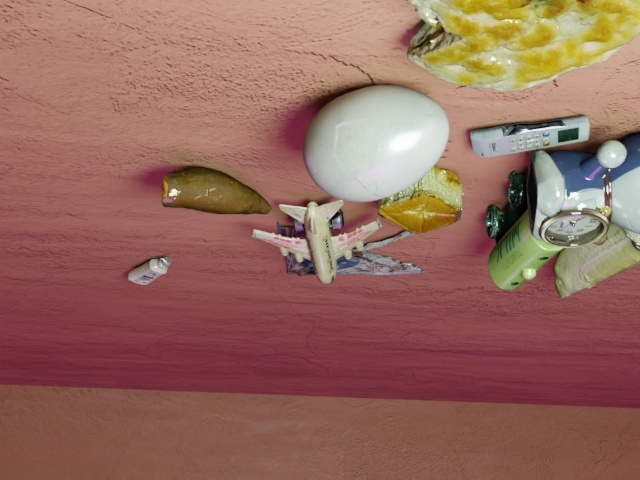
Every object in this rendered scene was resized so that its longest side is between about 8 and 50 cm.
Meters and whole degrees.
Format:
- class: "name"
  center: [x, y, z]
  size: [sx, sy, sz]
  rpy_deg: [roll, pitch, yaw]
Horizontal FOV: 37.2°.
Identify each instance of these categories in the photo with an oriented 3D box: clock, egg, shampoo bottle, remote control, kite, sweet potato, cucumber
- class: "clock"
  center: [0.429, -0.079, 1.387]
  size: [0.243, 0.146, 0.199]
  rpy_deg: [-6, 143, 6]
- class: "egg"
  center: [0.073, -0.131, 1.274]
  size: [0.209, 0.151, 0.151]
  rpy_deg: [-17, 153, 32]
- class: "shampoo bottle"
  center: [-0.347, 0.060, 1.976]
  size: [0.049, 0.034, 0.141]
  rpy_deg: [23, 151, -30]
- class: "remote control"
  center: [0.302, -0.154, 1.377]
  size: [0.166, 0.029, 0.065]
  rpy_deg: [-8, 159, 12]
- class: "kite"
  center: [0.049, 0.029, 1.902]
  size: [0.406, 0.014, 0.368]
  rpy_deg: [18, 154, -38]
- class: "sweet potato"
  center: [-0.164, -0.080, 1.549]
  size: [0.077, 0.077, 0.244]
  rpy_deg: [-18, 166, 41]
- class: "cucumber"
  center: [0.526, 0.014, 1.723]
  size: [0.145, 0.105, 0.325]
  rpy_deg: [-21, 166, -20]

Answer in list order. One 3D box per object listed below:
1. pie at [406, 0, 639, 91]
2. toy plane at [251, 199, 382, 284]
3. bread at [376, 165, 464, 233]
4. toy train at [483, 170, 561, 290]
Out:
- class: "pie"
  center: [0.219, -0.265, 1.017]
  size: [0.338, 0.075, 0.337]
  rpy_deg: [1, 159, 0]
- class: "toy plane"
  center: [0.000, 0.000, 1.704]
  size: [0.229, 0.092, 0.244]
  rpy_deg: [-4, 151, 7]
- class: "bread"
  center: [0.170, -0.069, 1.553]
  size: [0.140, 0.069, 0.128]
  rpy_deg: [24, 149, -39]
- class: "toy train"
  center: [0.343, -0.009, 1.578]
  size: [0.105, 0.157, 0.253]
  rpy_deg: [4, 159, -7]
